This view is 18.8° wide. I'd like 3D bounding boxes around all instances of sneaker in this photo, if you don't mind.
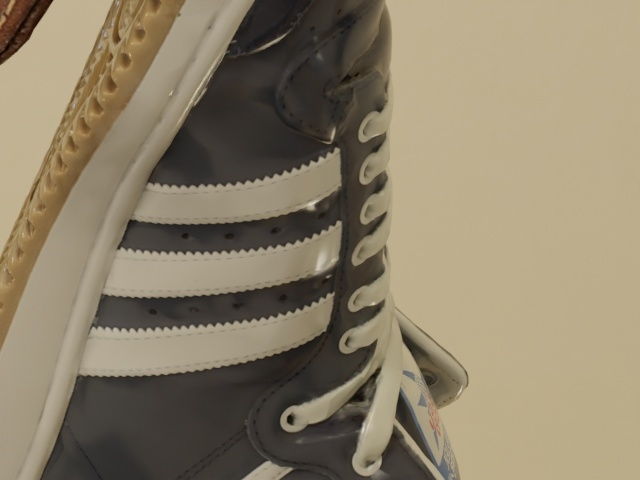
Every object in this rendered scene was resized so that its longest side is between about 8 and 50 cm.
[{"bbox_3d":[0.000,0.000,0.528,0.153,0.099,0.282,22,-57,-11],"label":"sneaker"}]

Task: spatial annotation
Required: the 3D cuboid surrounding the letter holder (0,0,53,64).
[{"bbox_3d":[-0.151,-0.212,0.513,0.302,0.152,0.214,33,-69,-6],"label":"letter holder"}]
